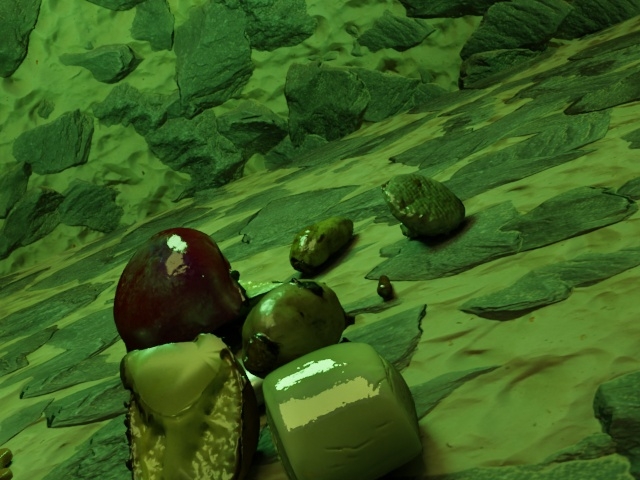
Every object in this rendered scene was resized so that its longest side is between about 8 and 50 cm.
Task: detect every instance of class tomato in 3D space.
[{"bbox_3d":[-0.325,0.094,1.718,0.290,0.176,0.335,-31,31,-2],"label":"tomato"}]

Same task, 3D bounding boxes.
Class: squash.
[{"bbox_3d":[-0.164,0.122,1.812,0.252,0.093,0.169,-22,29,10],"label":"squash"}]

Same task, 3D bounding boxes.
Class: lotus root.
[{"bbox_3d":[0.000,0.000,2.000,0.110,0.097,0.258,-16,13,32],"label":"lotus root"},{"bbox_3d":[-0.045,0.138,1.286,0.140,0.154,0.257,21,16,21],"label":"lotus root"}]

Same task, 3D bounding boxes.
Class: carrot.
[{"bbox_3d":[0.128,0.092,1.640,0.032,0.032,0.093,-20,11,7],"label":"carrot"}]

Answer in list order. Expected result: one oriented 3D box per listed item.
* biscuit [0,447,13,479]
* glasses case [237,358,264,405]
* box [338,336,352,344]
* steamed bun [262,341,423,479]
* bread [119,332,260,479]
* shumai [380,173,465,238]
[{"bbox_3d":[-0.624,0.453,1.459,0.165,0.036,0.250,-27,13,-15],"label":"biscuit"},{"bbox_3d":[-0.204,0.265,1.433,0.297,0.075,0.113,-13,17,26],"label":"glasses case"},{"bbox_3d":[0.042,0.205,1.341,0.063,0.060,0.085,-34,18,-11],"label":"box"},{"bbox_3d":[0.024,0.227,1.110,0.200,0.154,0.250,-25,17,-5],"label":"steamed bun"},{"bbox_3d":[-0.181,0.278,1.220,0.204,0.162,0.262,-16,59,16],"label":"bread"},{"bbox_3d":[0.219,-0.063,1.867,0.201,0.120,0.201,12,39,-10],"label":"shumai"}]
